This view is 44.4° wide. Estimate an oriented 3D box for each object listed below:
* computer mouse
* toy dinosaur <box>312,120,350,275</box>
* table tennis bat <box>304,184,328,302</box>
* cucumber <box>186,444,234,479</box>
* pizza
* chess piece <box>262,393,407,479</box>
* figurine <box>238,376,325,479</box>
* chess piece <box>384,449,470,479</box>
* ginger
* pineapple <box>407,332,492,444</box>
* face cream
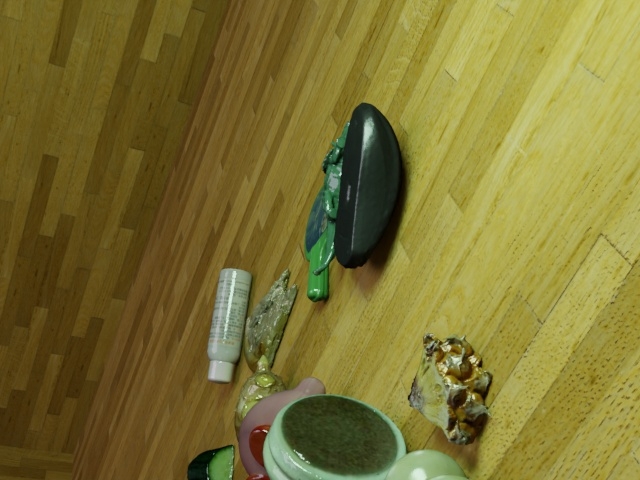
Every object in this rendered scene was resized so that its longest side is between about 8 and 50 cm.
[{"bbox_3d":[0.083,-0.084,1.272,0.137,0.086,0.269,-147,64,-77],"label":"computer mouse"},{"bbox_3d":[0.041,-0.084,1.396,0.120,0.079,0.292,127,152,-56],"label":"toy dinosaur"},{"bbox_3d":[0.000,0.000,1.502,0.160,0.039,0.257,131,149,-53],"label":"table tennis bat"},{"bbox_3d":[-0.263,0.532,1.795,0.244,0.063,0.115,140,140,-59],"label":"cucumber"},{"bbox_3d":[-0.111,0.174,1.668,0.181,0.034,0.262,-101,32,-48],"label":"pizza"},{"bbox_3d":[-0.004,0.386,1.101,0.194,0.195,0.299,-115,35,-58],"label":"chess piece"},{"bbox_3d":[-0.047,0.317,1.249,0.173,0.173,0.173,-166,90,-69],"label":"figurine"},{"bbox_3d":[0.138,0.318,0.842,0.251,0.144,0.144,-136,62,-71],"label":"chess piece"},{"bbox_3d":[-0.110,0.325,1.486,0.157,0.102,0.216,92,-178,-74],"label":"ginger"},{"bbox_3d":[0.152,0.188,0.962,0.116,0.069,0.137,-47,37,50],"label":"pineapple"},{"bbox_3d":[-0.219,0.204,1.856,0.082,0.082,0.269,156,126,-64],"label":"face cream"}]
